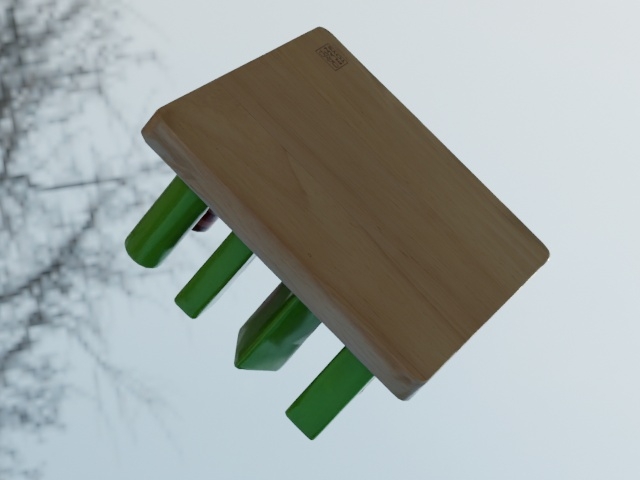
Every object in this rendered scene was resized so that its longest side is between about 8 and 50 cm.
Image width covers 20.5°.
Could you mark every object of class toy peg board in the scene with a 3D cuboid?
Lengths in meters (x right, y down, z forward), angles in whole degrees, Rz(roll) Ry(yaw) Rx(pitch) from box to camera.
[{"bbox_3d":[0.000,0.000,0.816,0.161,0.079,0.160,46,-147,5],"label":"toy peg board"}]
